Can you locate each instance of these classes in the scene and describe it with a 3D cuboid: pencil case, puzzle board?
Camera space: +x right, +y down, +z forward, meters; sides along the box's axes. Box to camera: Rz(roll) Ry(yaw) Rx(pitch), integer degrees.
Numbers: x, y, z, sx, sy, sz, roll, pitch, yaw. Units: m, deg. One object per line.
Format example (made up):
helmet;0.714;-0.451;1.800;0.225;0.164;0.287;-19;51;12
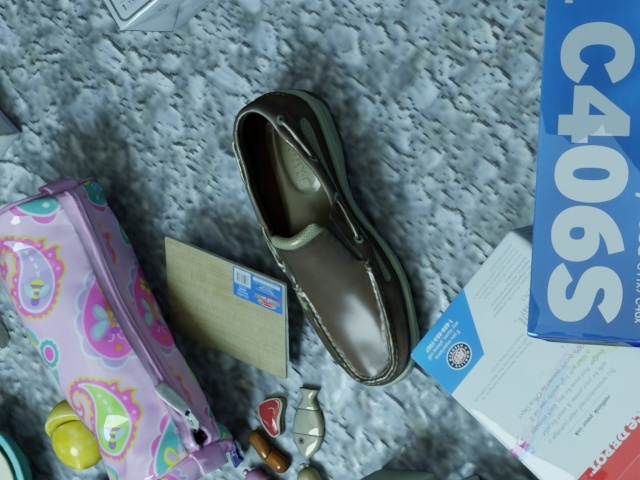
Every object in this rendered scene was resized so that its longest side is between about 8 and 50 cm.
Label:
pencil case;-0.178;0.087;1.435;0.124;0.124;0.284;-34;79;25
puzzle board;-0.078;0.055;1.422;0.128;0.011;0.096;21;127;30

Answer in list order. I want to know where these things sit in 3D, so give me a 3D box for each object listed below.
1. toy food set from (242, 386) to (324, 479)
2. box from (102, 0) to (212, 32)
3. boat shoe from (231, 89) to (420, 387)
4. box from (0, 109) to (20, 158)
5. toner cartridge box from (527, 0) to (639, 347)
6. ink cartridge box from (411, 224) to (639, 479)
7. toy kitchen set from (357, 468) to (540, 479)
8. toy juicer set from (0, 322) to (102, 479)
toy food set;-0.033;0.186;1.432;0.078;0.019;0.122;-3;94;27
box;-0.156;-0.338;1.402;0.169;0.087;0.290;-36;80;25
boat shoe;-0.007;0.003;1.357;0.095;0.095;0.257;-29;82;26
box;-0.408;-0.187;1.557;0.324;0.063;0.067;47;114;15
toner cartridge box;0.240;-0.098;1.189;0.165;0.075;0.347;2;85;17
ink cartridge box;0.201;0.111;1.273;0.231;0.078;0.134;44;111;17
toy kitchen set;0.117;0.275;1.308;0.207;0.122;0.166;-1;95;27
toy juicer set;-0.296;0.199;1.527;0.329;0.089;0.209;49;114;15
